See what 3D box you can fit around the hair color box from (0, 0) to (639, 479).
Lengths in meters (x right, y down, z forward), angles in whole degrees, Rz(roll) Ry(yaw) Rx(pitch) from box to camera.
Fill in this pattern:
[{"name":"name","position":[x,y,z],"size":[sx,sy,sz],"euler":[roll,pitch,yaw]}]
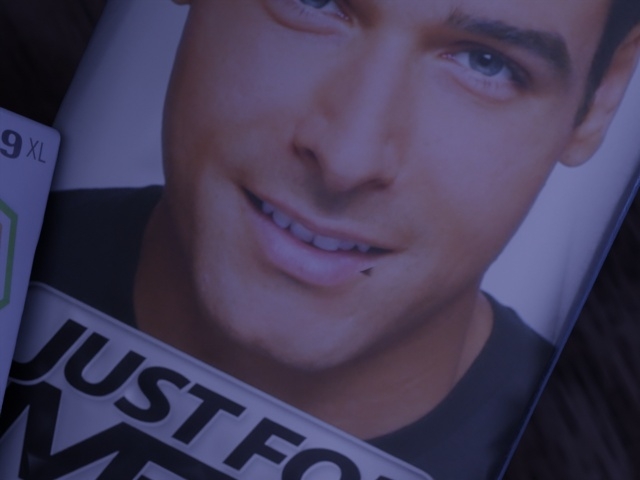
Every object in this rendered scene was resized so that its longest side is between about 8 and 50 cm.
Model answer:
[{"name":"hair color box","position":[0.000,0.000,0.475],"size":[0.185,0.113,0.374],"euler":[25,92,9]}]

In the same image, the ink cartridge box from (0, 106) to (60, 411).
[{"name":"ink cartridge box","position":[-0.145,-0.003,0.398],"size":[0.062,0.109,0.209],"euler":[6,81,35]}]
